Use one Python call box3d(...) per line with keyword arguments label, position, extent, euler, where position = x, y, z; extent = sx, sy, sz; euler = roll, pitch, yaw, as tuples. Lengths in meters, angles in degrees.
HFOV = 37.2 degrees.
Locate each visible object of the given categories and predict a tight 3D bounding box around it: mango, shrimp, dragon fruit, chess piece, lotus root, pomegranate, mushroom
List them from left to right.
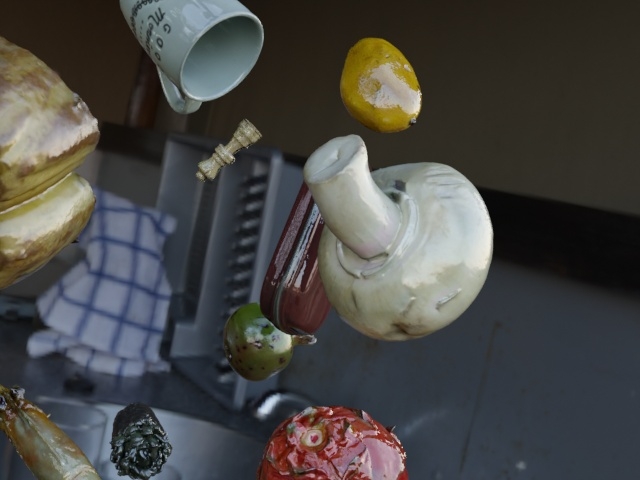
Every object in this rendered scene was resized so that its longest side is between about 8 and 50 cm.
box3d(label="lotus root", position=(-0.408, -0.069, 1.140), extent=(0.316, 0.316, 0.250), euler=(13, 31, 0))
box3d(label="shrimp", position=(-0.343, 0.289, 1.213), extent=(0.062, 0.154, 0.294), euler=(-29, 72, -34))
box3d(label="chess piece", position=(-0.211, -0.195, 2.129), extent=(0.060, 0.172, 0.060), euler=(47, 5, -5))
box3d(label="pomegranate", position=(-0.125, 0.227, 2.157), extent=(0.179, 0.179, 0.211), euler=(16, 11, 40))
box3d(label="dragon fruit", position=(0.020, 0.363, 1.457), extent=(0.241, 0.252, 0.240), euler=(11, 49, -13))
box3d(label="mango", position=(0.103, -0.288, 1.722), extent=(0.147, 0.109, 0.227), euler=(-5, 52, -13))
box3d(label="mushroom", position=(0.126, -0.016, 1.599), extent=(0.315, 0.356, 0.315), euler=(-23, 1, 1))

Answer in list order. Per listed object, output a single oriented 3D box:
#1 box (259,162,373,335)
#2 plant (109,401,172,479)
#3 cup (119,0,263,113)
box3d(label="box", position=(0.000, 0.000, 1.934), extent=(0.108, 0.403, 0.263), euler=(19, -9, 16))
box3d(label="plant", position=(-0.286, 0.320, 1.502), extent=(0.092, 0.094, 0.143), euler=(-28, 23, -5))
box3d(label="cup", position=(-0.256, -0.365, 1.741), extent=(0.186, 0.258, 0.234), euler=(-22, 55, -41))
